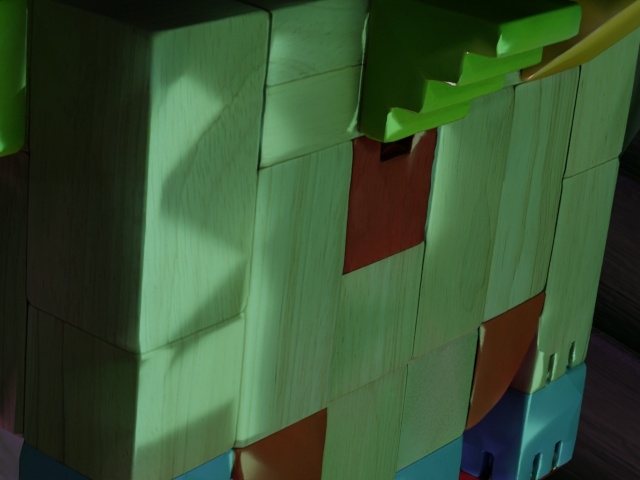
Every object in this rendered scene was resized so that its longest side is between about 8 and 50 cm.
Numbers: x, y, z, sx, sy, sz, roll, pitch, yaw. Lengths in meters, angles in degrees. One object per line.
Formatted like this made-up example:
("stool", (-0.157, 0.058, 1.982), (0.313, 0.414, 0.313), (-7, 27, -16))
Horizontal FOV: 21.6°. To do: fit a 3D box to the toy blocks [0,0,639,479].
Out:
("toy blocks", (-0.003, 0.017, 0.622), (0.381, 0.190, 0.261), (-20, 123, -49))
